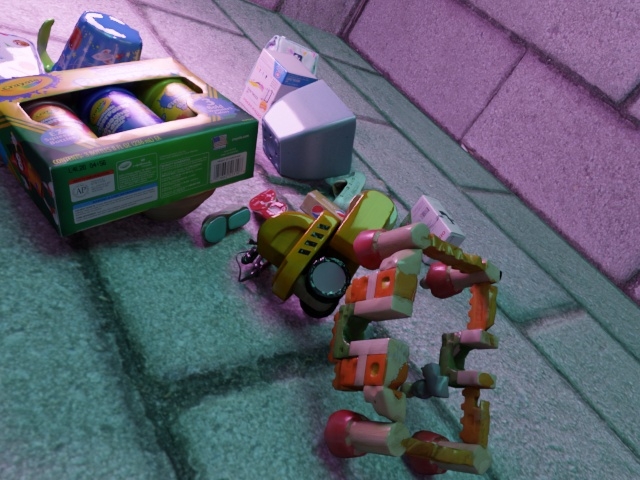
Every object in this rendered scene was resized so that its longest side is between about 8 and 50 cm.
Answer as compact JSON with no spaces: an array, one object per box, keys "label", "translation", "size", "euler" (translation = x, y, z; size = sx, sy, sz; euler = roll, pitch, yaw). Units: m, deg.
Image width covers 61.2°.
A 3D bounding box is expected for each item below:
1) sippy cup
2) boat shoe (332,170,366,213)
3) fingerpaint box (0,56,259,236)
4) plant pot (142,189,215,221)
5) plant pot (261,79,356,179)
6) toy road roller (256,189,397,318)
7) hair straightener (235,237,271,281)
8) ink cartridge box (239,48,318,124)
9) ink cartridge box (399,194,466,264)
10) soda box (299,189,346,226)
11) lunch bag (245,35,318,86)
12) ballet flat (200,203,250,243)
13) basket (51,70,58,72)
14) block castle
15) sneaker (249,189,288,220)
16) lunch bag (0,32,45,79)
[{"label":"sippy cup","translation":[-0.607,-0.496,1.501],"size":[0.306,0.224,0.240],"euler":[8,38,-40]},{"label":"boat shoe","translation":[0.090,-0.180,1.863],"size":[0.096,0.098,0.277],"euler":[30,30,-9]},{"label":"fingerpaint box","translation":[-0.422,-0.235,1.167],"size":[0.445,0.163,0.371],"euler":[-23,49,-36]},{"label":"plant pot","translation":[-0.361,-0.120,1.261],"size":[0.238,0.109,0.237],"euler":[7,37,-5]},{"label":"plant pot","translation":[-0.058,-0.350,1.817],"size":[0.253,0.247,0.247],"euler":[-19,53,-20]},{"label":"toy road roller","translation":[0.000,0.000,1.259],"size":[0.241,0.202,0.329],"euler":[35,69,6]},{"label":"hair straightener","translation":[-0.157,0.037,1.344],"size":[0.089,0.047,0.230],"euler":[35,33,3]},{"label":"ink cartridge box","translation":[-0.164,-0.576,2.072],"size":[0.168,0.232,0.171],"euler":[-6,48,-47]},{"label":"ink cartridge box","translation":[0.389,-0.032,1.888],"size":[0.087,0.153,0.208],"euler":[13,36,-35]},{"label":"soda box","translation":[0.028,-0.076,1.677],"size":[0.181,0.061,0.058],"euler":[39,29,11]},{"label":"lunch bag","translation":[-0.149,-0.697,2.242],"size":[0.224,0.262,0.160],"euler":[11,36,-37]},{"label":"ballet flat","translation":[-0.253,-0.043,1.352],"size":[0.068,0.072,0.213],"euler":[13,21,21]},{"label":"basket","translation":[-0.608,-0.332,1.368],"size":[0.167,0.113,0.103],"euler":[45,26,20]},{"label":"block castle","translation":[0.178,0.214,1.073],"size":[0.303,0.213,0.452],"euler":[23,66,-30]},{"label":"sneaker","translation":[-0.124,-0.055,1.500],"size":[0.128,0.087,0.221],"euler":[62,-6,-28]},{"label":"lunch bag","translation":[-0.795,-0.402,1.285],"size":[0.243,0.114,0.303],"euler":[3,40,-40]}]
